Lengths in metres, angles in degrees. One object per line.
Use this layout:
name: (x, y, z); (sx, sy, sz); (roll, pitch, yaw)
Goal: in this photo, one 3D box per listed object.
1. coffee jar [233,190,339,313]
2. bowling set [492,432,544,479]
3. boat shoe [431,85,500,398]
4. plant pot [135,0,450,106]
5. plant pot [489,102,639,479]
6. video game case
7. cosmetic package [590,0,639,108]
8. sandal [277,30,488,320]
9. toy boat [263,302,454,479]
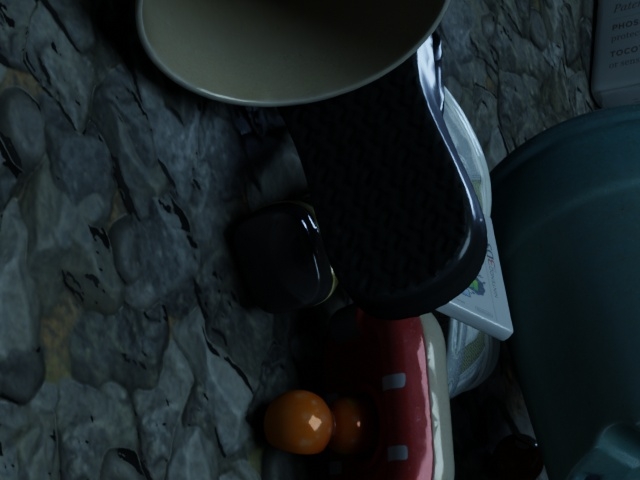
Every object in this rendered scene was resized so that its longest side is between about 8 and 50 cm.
coffee jar: (0.000, 0.000, 1.622); (0.184, 0.079, 0.096); (-27, 100, -57)
bowling set: (0.245, 0.290, 1.848); (0.287, 0.154, 0.200); (-5, 84, -59)
boat shoe: (0.095, -0.004, 1.746); (0.103, 0.118, 0.320); (-22, 106, -62)
plant pot: (-0.041, -0.297, 1.527); (0.256, 0.256, 0.274); (37, 33, -47)
plant pot: (0.324, 0.103, 1.783); (0.341, 0.341, 0.334); (46, 28, -41)
video game case: (0.099, 0.005, 1.632); (0.157, 0.019, 0.143); (25, 39, -29)
cosmetic package: (0.576, -0.300, 2.406); (0.329, 0.327, 0.394); (41, 48, -45)
sandal: (0.044, -0.114, 1.606); (0.107, 0.167, 0.446); (51, 25, -53)
toy boat: (0.022, 0.161, 1.580); (0.151, 0.151, 0.231); (3, 75, -26)
